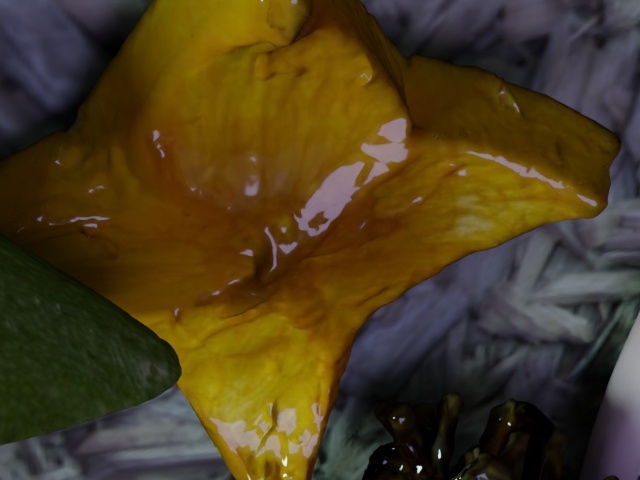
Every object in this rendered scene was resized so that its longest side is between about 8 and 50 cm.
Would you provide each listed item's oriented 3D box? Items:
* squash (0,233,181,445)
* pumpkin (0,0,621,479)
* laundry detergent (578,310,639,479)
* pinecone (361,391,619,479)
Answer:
[{"bbox_3d":[-0.205,0.057,0.520,0.260,0.189,0.189,34,107,-26],"label":"squash"},{"bbox_3d":[-0.026,0.003,0.654,0.258,0.095,0.290,26,118,-35],"label":"pumpkin"},{"bbox_3d":[0.253,0.078,0.857,0.159,0.088,0.335,-9,129,-22],"label":"laundry detergent"},{"bbox_3d":[0.098,0.223,0.795,0.243,0.243,0.257,-34,120,2],"label":"pinecone"}]
